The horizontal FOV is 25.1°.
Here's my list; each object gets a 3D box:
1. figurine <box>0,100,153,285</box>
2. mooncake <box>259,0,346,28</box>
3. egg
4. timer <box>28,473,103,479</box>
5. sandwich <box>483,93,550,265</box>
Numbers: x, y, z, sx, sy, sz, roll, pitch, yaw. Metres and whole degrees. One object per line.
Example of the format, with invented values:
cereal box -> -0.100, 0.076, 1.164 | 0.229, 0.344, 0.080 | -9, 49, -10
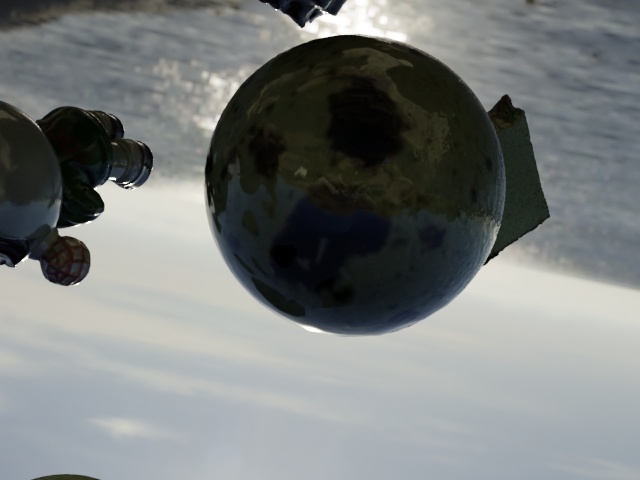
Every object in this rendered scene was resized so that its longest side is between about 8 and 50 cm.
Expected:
figurine -> -0.325, -0.077, 1.566 | 0.281, 0.167, 0.370 | 45, -153, 14
mooncake -> -0.077, -0.374, 1.545 | 0.324, 0.187, 0.324 | 34, -170, -7
egg -> 0.031, -0.054, 1.377 | 0.288, 0.287, 0.379 | 11, -172, -6
timer -> -0.276, 0.442, 1.812 | 0.291, 0.290, 0.315 | 12, 173, 12
sandwich -> 0.186, -0.064, 1.922 | 0.245, 0.212, 0.063 | -34, -146, -25
